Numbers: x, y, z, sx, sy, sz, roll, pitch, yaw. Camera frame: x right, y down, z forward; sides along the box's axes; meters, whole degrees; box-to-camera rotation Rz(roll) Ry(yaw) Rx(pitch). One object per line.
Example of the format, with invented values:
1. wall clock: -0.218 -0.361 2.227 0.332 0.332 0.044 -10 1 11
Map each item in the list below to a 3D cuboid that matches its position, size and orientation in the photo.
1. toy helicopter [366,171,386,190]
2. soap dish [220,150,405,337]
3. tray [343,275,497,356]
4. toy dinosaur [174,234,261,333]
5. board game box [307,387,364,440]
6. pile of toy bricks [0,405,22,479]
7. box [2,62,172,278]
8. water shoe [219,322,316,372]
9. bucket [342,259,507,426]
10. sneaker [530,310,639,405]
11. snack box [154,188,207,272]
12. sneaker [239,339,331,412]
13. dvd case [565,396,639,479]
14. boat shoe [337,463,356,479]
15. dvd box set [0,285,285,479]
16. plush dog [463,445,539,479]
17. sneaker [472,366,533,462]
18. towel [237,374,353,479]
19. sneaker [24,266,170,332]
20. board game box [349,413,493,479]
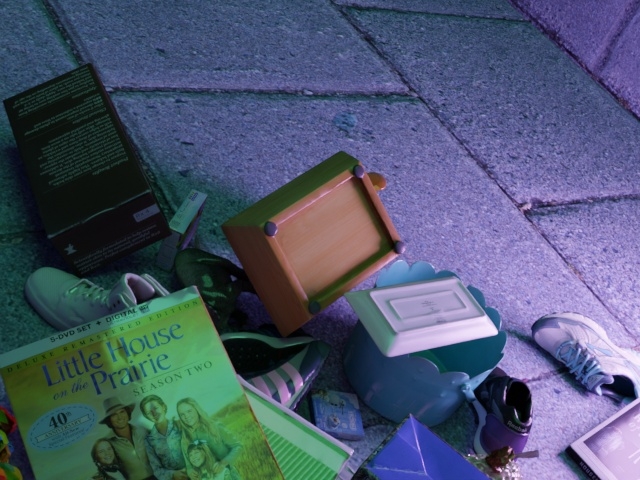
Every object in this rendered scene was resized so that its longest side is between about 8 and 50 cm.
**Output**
1. toy helicopter: -0.008 -0.027 1.736 0.140 0.235 0.355 43 35 20
2. soap dish: 0.000 0.000 1.583 0.291 0.118 0.228 -34 103 -30
3. tray: 0.182 0.120 1.552 0.270 0.030 0.145 -6 49 -37
4. toy dinosaur: -0.199 0.071 1.612 0.160 0.121 0.313 17 39 -36
5. board game box: 0.026 0.300 1.552 0.090 0.020 0.090 12 38 -20
6. pile of toy bricks: -0.436 0.314 1.198 0.105 0.118 0.212 34 7 -42
7. box: -0.430 -0.137 1.643 0.191 0.143 0.381 -25 52 -6
8. water shoe: -0.104 0.186 1.586 0.203 0.072 0.080 9 19 -31
9. bucket: 0.185 0.193 1.645 0.281 0.183 0.281 17 38 -14
10. sneaker: 0.571 0.252 1.880 0.283 0.110 0.122 27 39 1
11. snack box: -0.263 -0.020 1.696 0.037 0.100 0.141 25 37 -2
12. sneaker: -0.094 0.242 1.463 0.131 0.112 0.319 34 39 8
13. dvd case: 0.612 0.418 1.732 0.239 0.029 0.179 -22 57 -33
14. boat shoe: 0.049 0.391 1.404 0.227 0.079 0.081 38 42 20
15. dvd box set: -0.232 0.290 1.228 0.308 0.062 0.420 -19 62 -18
16. plush dog: 0.255 0.451 1.393 0.263 0.210 0.225 7 64 -26
17. sneaker: 0.349 0.293 1.647 0.107 0.124 0.283 23 24 -4
18. towel: -0.131 0.367 1.273 0.248 0.038 0.325 32 58 8
19. sneaker: -0.343 0.093 1.452 0.293 0.169 0.108 32 38 9
20. board game box: 0.118 0.428 1.221 0.232 0.291 0.141 39 37 14
